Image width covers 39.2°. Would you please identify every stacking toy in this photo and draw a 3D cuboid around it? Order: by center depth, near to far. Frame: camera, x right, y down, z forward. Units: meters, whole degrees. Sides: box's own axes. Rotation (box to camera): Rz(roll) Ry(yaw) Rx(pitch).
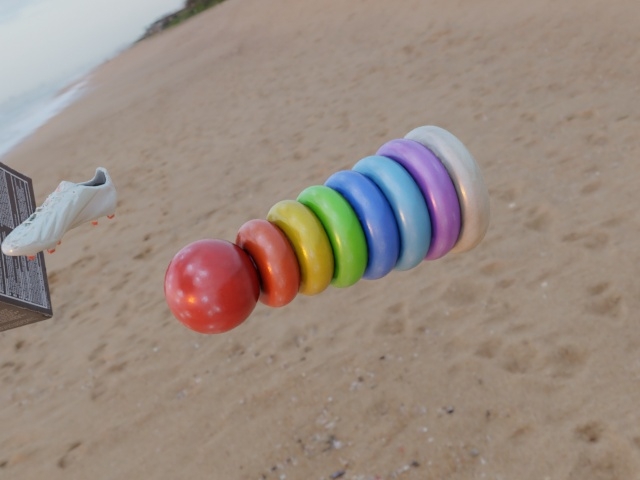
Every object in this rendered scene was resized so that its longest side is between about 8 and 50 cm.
[{"bbox_3d":[0.000,0.000,0.888,0.330,0.141,0.141,-23,14,-22],"label":"stacking toy"}]

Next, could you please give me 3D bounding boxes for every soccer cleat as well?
[{"bbox_3d":[-0.362,-0.039,1.237,0.068,0.076,0.196,13,31,31],"label":"soccer cleat"}]

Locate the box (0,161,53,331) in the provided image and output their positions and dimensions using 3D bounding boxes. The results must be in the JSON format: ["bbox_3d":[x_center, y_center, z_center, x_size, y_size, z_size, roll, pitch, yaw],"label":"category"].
[{"bbox_3d":[-0.647,0.000,1.615,0.182,0.296,0.294,-15,-15,6],"label":"box"}]
